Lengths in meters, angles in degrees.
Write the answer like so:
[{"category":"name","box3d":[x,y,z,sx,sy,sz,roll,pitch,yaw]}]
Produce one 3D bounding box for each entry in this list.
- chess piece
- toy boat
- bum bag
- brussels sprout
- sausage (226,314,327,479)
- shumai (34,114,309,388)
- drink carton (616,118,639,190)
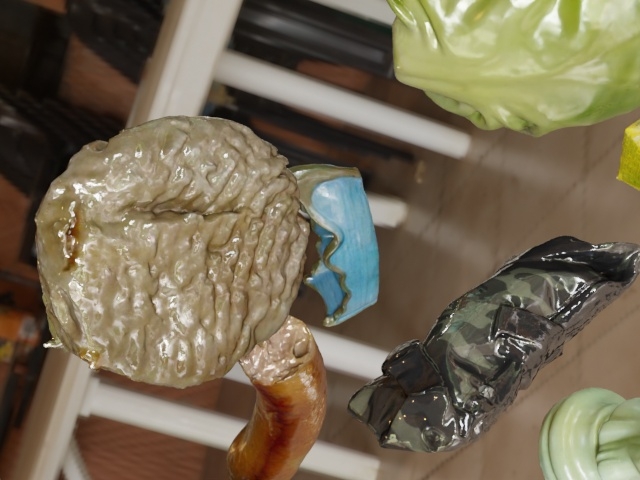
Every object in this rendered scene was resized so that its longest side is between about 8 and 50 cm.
[{"category":"chess piece","box3d":[0.426,0.252,1.493,0.298,0.175,0.176,-30,43,58]},{"category":"toy boat","box3d":[0.000,0.000,0.973,0.185,0.077,0.075,84,163,-54]},{"category":"bum bag","box3d":[0.153,0.088,1.047,0.144,0.095,0.340,-5,25,48]},{"category":"brussels sprout","box3d":[0.299,-0.336,1.421,0.342,0.360,0.426,44,-121,-56]},{"category":"sausage","box3d":[-0.043,0.174,1.218,0.302,0.102,0.076,98,155,-53]},{"category":"shumai","box3d":[-0.123,0.005,0.780,0.175,0.205,0.167,0,97,42]},{"category":"drink carton","box3d":[0.328,-0.031,0.910,0.200,0.084,0.075,43,152,32]}]
